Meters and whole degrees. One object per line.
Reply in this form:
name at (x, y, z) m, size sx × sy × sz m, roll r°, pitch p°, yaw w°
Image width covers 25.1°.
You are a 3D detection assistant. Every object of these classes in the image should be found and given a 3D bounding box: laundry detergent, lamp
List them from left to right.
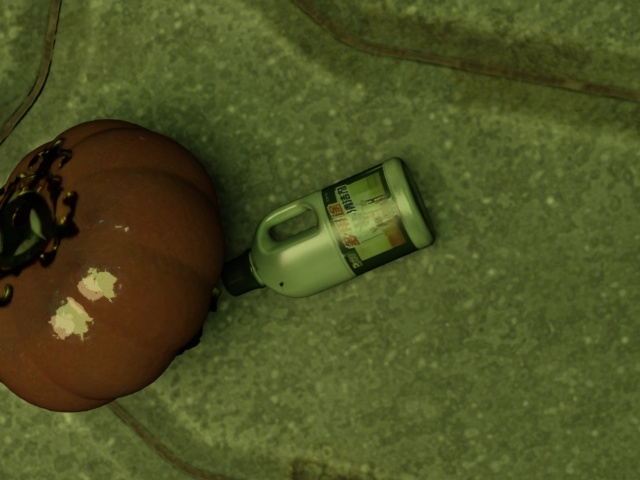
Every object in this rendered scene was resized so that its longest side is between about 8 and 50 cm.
lamp at (-0.217, 0.031, 1.455) m, size 0.305 × 0.239 × 0.305 m, roll -26°, pitch 49°, yaw 35°
laundry detergent at (0.000, 0.000, 1.493) m, size 0.225 × 0.070 × 0.099 m, roll -23°, pitch 98°, yaw 14°
